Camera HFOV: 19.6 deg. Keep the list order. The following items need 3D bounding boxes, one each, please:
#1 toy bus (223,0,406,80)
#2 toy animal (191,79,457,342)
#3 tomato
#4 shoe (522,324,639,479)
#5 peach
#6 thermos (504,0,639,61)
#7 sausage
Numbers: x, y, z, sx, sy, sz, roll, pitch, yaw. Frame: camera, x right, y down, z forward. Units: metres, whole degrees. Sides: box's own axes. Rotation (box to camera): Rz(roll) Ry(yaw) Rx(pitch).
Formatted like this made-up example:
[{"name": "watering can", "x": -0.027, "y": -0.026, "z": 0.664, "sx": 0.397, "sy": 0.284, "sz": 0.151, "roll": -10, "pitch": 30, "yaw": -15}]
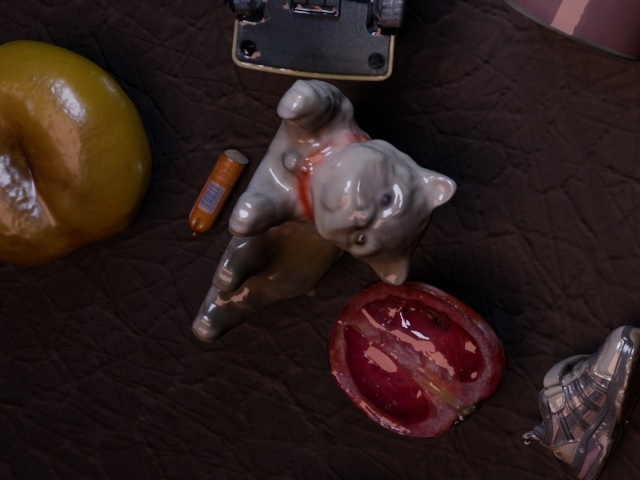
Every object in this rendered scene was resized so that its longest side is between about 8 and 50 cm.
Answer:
[{"name": "toy bus", "x": 0.008, "y": -0.349, "z": 1.770, "sx": 0.177, "sy": 0.202, "sz": 0.365, "roll": 7, "pitch": 108, "yaw": 2}, {"name": "toy animal", "x": 0.000, "y": 0.000, "z": 1.848, "sx": 0.188, "sy": 0.266, "sz": 0.308, "roll": 24, "pitch": 101, "yaw": -3}, {"name": "tomato", "x": 0.106, "y": 0.105, "z": 1.893, "sx": 0.173, "sy": 0.099, "sz": 0.189, "roll": 46, "pitch": 127, "yaw": 1}, {"name": "shoe", "x": 0.268, "y": 0.153, "z": 1.850, "sx": 0.092, "sy": 0.089, "sz": 0.180, "roll": 25, "pitch": 119, "yaw": 19}, {"name": "peach", "x": -0.307, "y": -0.095, "z": 1.990, "sx": 0.251, "sy": 0.153, "sz": 0.251, "roll": 3, "pitch": 115, "yaw": 5}, {"name": "thermos", "x": 0.298, "y": -0.306, "z": 1.695, "sx": 0.176, "sy": 0.146, "sz": 0.265, "roll": 32, "pitch": 107, "yaw": 20}, {"name": "sausage", "x": -0.115, "y": -0.049, "z": 1.994, "sx": 0.031, "sy": 0.031, "sz": 0.107, "roll": 36, "pitch": 114, "yaw": 12}]
